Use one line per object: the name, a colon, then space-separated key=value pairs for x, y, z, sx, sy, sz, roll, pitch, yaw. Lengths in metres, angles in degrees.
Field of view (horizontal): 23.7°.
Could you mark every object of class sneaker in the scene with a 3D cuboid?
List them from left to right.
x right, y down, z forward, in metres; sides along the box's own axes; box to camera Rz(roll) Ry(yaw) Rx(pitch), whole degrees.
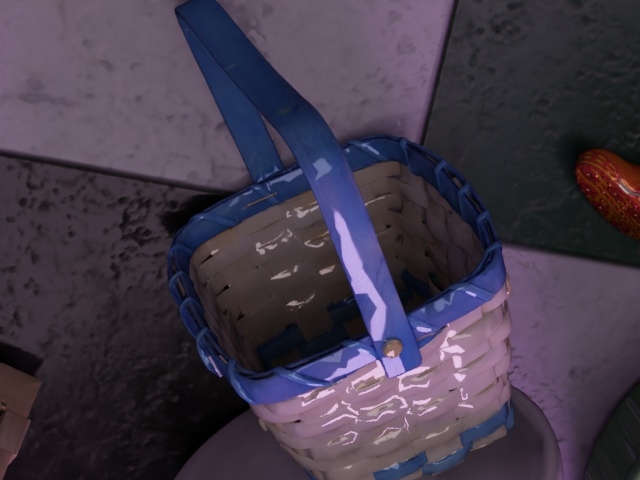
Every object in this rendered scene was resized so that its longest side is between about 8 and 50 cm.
sneaker: x=0.257 y=-0.026 z=1.097 sx=0.175 sy=0.064 sz=0.067 roll=28 pitch=80 yaw=-20

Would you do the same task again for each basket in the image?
basket: x=0.000 y=0.000 z=0.965 sx=0.201 sy=0.255 sz=0.289 roll=-30 pitch=125 yaw=-3

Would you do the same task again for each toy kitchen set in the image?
toy kitchen set: x=-0.248 y=0.131 z=1.057 sx=0.075 sy=0.083 sz=0.068 roll=27 pitch=141 yaw=-14

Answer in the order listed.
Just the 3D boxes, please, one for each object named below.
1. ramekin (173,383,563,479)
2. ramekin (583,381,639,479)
ramekin: x=0.037 y=0.208 z=1.023 sx=0.273 sy=0.273 sz=0.127 roll=-19 pitch=118 yaw=-3
ramekin: x=0.336 y=0.212 z=1.109 sx=0.303 sy=0.148 sz=0.303 roll=-1 pitch=104 yaw=-4
